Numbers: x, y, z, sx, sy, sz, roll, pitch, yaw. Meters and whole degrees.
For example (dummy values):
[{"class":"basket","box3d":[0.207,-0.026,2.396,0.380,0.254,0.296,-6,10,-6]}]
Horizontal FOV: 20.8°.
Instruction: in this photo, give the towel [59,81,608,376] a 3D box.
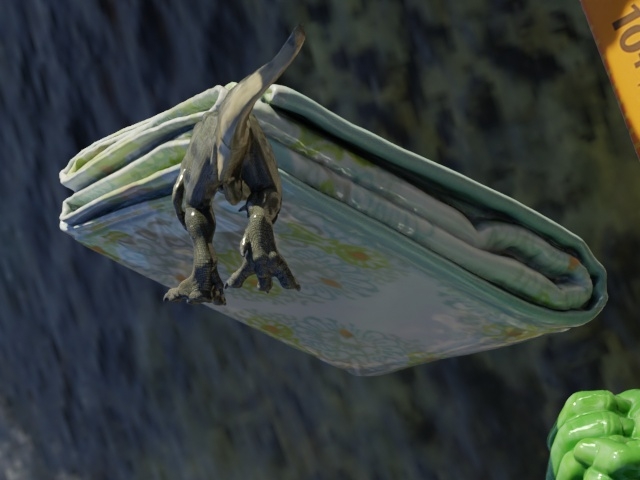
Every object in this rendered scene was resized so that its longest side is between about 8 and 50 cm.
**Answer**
[{"class":"towel","box3d":[0.000,0.000,1.438,0.320,0.374,0.090,-16,51,55]}]

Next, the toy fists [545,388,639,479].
[{"class":"toy fists","box3d":[0.256,0.190,1.209,0.279,0.142,0.096,-129,23,-53]}]

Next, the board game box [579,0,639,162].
[{"class":"board game box","box3d":[0.399,-0.068,0.945,0.356,0.356,0.357,-28,63,25]}]

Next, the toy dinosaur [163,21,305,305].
[{"class":"toy dinosaur","box3d":[-0.047,-0.028,0.949,0.268,0.064,0.118,144,128,-76]}]
